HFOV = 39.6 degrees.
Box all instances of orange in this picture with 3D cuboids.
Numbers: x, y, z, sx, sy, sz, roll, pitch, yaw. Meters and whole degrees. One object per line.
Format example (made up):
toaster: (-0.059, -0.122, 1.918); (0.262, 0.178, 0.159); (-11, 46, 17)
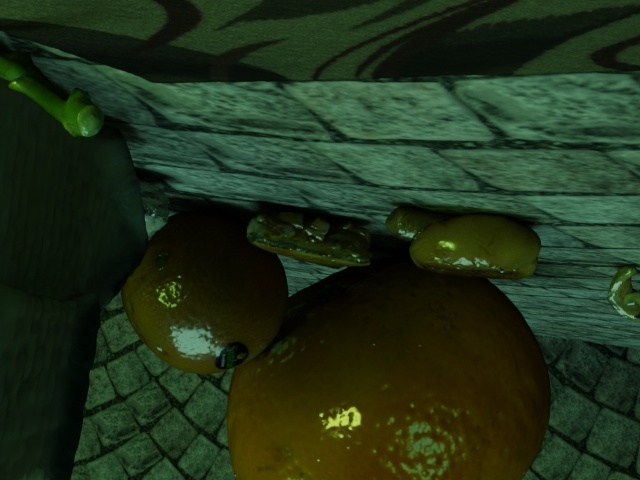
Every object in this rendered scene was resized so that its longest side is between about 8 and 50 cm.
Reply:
orange: (-0.135, 0.058, 1.028); (0.206, 0.206, 0.206); (8, 173, 1)
orange: (0.072, 0.197, 1.132); (0.424, 0.424, 0.326); (-1, 126, 53)

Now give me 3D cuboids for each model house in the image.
model house: (-0.255, 0.043, 0.617); (0.243, 0.298, 0.284); (6, 173, 17)

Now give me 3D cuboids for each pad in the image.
pad: (-0.006, -0.088, 0.353); (0.330, 0.004, 0.220); (5, 179, 30)

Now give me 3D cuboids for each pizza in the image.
pizza: (0.000, 0.000, 0.970); (0.134, 0.046, 0.175); (6, 173, 22)

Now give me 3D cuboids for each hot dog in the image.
hot dog: (0.131, 0.002, 0.818); (0.140, 0.060, 0.090); (0, 167, 11)

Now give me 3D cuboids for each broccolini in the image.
broccolini: (-0.163, -0.087, 0.407); (0.194, 0.054, 0.052); (18, -148, 25)

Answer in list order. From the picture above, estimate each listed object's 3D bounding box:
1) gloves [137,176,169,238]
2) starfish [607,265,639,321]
gloves: (-0.213, -0.033, 0.884); (0.114, 0.070, 0.153); (20, 163, -19)
starfish: (0.427, 0.062, 0.806); (0.324, 0.082, 0.432); (11, 178, 9)
